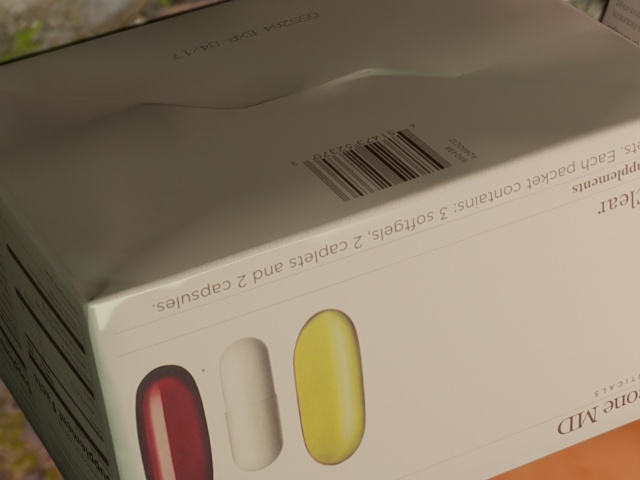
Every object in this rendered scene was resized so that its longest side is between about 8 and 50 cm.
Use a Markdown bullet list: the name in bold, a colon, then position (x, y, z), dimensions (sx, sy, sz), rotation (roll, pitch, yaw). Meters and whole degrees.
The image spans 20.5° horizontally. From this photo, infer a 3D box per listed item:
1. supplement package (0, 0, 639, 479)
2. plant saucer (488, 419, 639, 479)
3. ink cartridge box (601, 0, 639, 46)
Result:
- **supplement package**: position (0.000, 0.000, 0.739), dimensions (0.261, 0.204, 0.145), rotation (-19, 124, -19)
- **plant saucer**: position (0.136, 0.113, 0.893), dimensions (0.200, 0.200, 0.037), rotation (3, 136, -30)
- **ink cartridge box**: position (0.199, -0.019, 0.887), dimensions (0.127, 0.128, 0.176), rotation (4, 113, -30)
